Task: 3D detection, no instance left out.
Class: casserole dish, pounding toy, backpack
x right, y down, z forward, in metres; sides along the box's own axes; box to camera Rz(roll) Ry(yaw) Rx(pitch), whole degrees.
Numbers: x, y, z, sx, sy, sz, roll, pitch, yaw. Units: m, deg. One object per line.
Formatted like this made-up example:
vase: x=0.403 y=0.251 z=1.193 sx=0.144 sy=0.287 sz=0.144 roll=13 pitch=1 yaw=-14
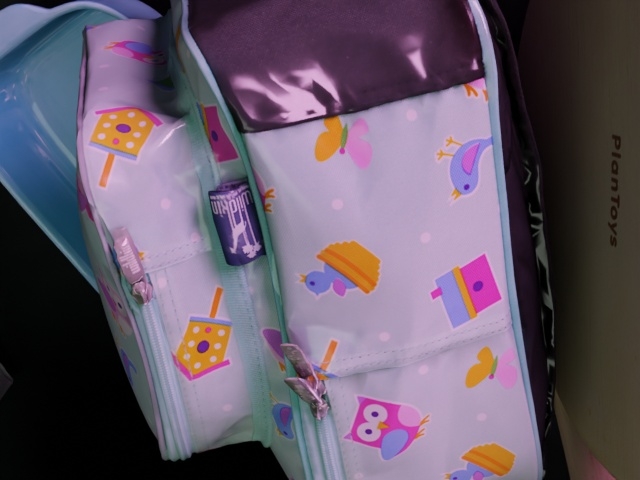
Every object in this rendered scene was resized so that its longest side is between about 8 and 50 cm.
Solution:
casserole dish: x=-0.066 y=-0.024 z=0.523 sx=0.114 sy=0.037 sz=0.188 roll=-27 pitch=111 yaw=36
pounding toy: x=0.137 y=0.002 z=0.391 sx=0.110 sy=0.183 sz=0.237 roll=-5 pitch=132 yaw=-11
backpack: x=0.000 y=0.000 z=0.406 sx=0.144 sy=0.166 sz=0.188 roll=-22 pitch=116 yaw=-2

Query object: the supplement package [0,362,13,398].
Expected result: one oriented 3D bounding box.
supplement package: x=-0.319 y=0.094 z=0.559 sx=0.199 sy=0.263 sz=0.198 roll=-7 pitch=127 yaw=30
